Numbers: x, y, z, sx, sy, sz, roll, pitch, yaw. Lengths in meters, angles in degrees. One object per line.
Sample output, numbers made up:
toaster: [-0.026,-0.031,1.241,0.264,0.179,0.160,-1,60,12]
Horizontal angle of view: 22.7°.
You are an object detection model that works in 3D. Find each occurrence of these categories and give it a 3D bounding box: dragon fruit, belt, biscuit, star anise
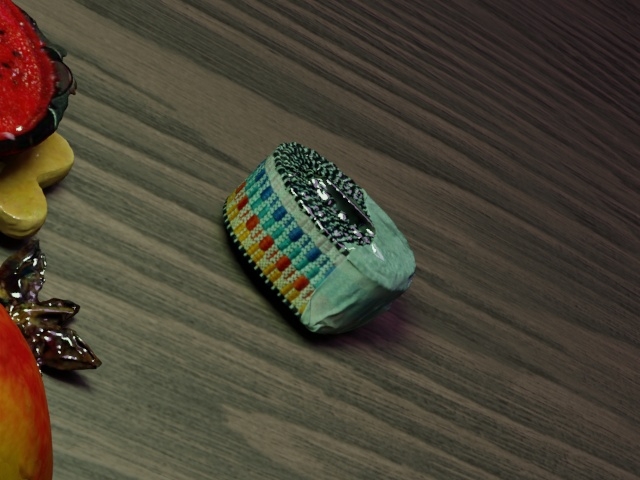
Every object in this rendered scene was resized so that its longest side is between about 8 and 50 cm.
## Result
dragon fruit: [-0.417,-0.188,1.835,0.282,0.100,0.343,15,42,-31]
belt: [0.000,0.000,2.113,0.257,0.150,0.207,46,24,3]
biscuit: [-0.442,-0.091,1.835,0.275,0.052,0.355,42,35,5]
star anise: [-0.328,0.072,1.775,0.212,0.053,0.157,36,35,-8]

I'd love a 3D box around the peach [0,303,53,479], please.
peach: [-0.410,0.165,1.323,0.388,0.388,0.388,27,37,-23]
